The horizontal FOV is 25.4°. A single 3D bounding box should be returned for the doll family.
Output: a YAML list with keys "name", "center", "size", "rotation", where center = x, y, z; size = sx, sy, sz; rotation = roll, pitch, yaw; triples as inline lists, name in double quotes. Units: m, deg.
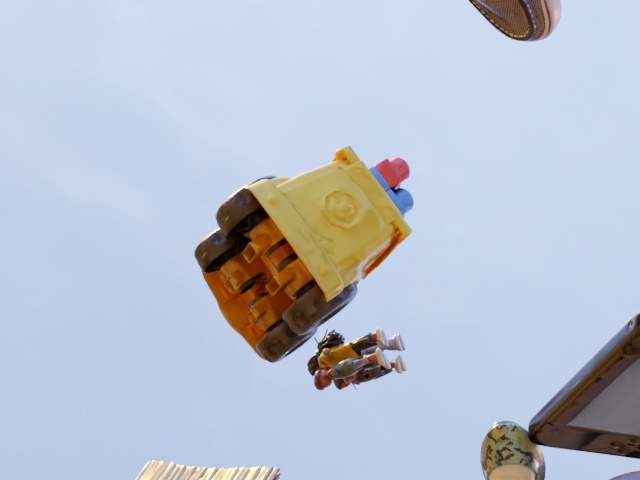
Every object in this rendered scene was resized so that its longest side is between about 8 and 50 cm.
- name: "doll family"
  center: [0.039, 0.150, 1.765]
  size: [0.111, 0.076, 0.193]
  rotation: [-22, -19, 14]

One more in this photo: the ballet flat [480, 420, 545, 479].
- name: "ballet flat"
  center: [0.204, 0.267, 1.474]
  size: [0.070, 0.070, 0.188]
  rotation: [11, -41, 28]

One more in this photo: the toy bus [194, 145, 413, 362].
- name: "toy bus"
  center: [0.000, 0.000, 1.448]
  size: [0.149, 0.211, 0.220]
  rotation: [53, -30, 8]

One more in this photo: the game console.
- name: "game console"
  center: [0.360, 0.206, 1.310]
  size: [0.250, 0.173, 0.293]
  rotation: [9, -32, -12]

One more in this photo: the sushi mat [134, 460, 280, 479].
- name: "sushi mat"
  center: [-0.163, 0.289, 1.109]
  size: [0.151, 0.316, 0.019]
  rotation: [-1, -53, 36]

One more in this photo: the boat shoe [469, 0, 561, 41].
- name: "boat shoe"
  center: [0.147, -0.328, 1.680]
  size: [0.340, 0.158, 0.127]
  rotation: [47, -29, -24]

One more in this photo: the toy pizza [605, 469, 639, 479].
- name: "toy pizza"
  center: [0.392, 0.357, 1.682]
  size: [0.201, 0.201, 0.032]
  rotation: [10, -42, 29]
